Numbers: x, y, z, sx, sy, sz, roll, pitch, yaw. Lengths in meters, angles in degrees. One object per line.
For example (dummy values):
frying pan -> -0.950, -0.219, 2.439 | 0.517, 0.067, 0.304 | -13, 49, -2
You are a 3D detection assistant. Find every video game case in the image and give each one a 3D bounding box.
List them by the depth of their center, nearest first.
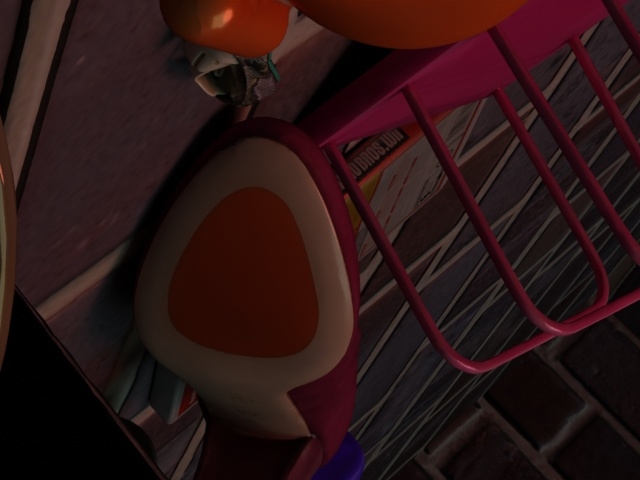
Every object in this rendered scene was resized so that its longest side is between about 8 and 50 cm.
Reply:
video game case -> 0.000, 0.000, 1.341 | 0.285, 0.025, 0.204 | -41, 169, -21

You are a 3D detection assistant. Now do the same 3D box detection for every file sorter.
file sorter -> 0.177, -0.072, 1.080 | 0.290, 0.182, 0.202 | -35, 172, 39

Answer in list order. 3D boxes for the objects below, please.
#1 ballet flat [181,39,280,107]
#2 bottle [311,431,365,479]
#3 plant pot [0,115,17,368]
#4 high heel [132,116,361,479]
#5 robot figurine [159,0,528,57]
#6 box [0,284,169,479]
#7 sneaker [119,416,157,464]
ballet flat -> -0.040, -0.083, 0.848 | 0.041, 0.041, 0.114 | -43, 168, -8
bottle -> -0.051, 0.296, 2.083 | 0.118, 0.092, 0.283 | -35, 166, -40
plant pot -> -0.184, 0.030, 0.429 | 0.237, 0.109, 0.237 | -45, 148, -40
high heel -> -0.028, 0.024, 1.147 | 0.377, 0.127, 0.181 | 101, 6, -50
robot figurine -> 0.022, -0.136, 0.641 | 0.158, 0.128, 0.219 | -11, 174, 10
box -> -0.191, 0.223, 0.806 | 0.293, 0.212, 0.395 | -35, 164, -18
sneaker -> -0.189, 0.218, 1.295 | 0.222, 0.083, 0.118 | -44, 170, -13
